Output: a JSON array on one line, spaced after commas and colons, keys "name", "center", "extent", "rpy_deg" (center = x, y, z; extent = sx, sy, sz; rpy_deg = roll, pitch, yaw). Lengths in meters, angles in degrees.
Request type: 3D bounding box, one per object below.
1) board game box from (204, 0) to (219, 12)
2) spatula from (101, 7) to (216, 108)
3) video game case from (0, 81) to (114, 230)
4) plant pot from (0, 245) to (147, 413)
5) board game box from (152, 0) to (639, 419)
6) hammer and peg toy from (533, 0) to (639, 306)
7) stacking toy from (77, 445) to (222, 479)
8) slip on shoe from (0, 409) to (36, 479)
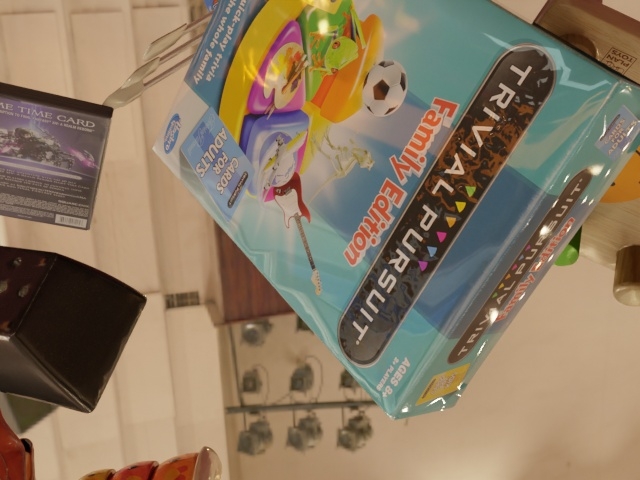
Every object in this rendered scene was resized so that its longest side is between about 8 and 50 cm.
[{"name": "board game box", "center": [-0.128, -0.409, 1.472], "extent": [0.047, 0.160, 0.210], "rpy_deg": [-21, -175, 27]}, {"name": "spatula", "center": [-0.210, -0.263, 1.100], "extent": [0.168, 0.019, 0.242], "rpy_deg": [-43, -174, 40]}, {"name": "video game case", "center": [-0.410, -0.113, 1.108], "extent": [0.196, 0.274, 0.026], "rpy_deg": [11, -127, -17]}, {"name": "plant pot", "center": [-0.389, 0.107, 1.086], "extent": [0.188, 0.167, 0.187], "rpy_deg": [6, -120, 26]}, {"name": "board game box", "center": [0.029, -0.081, 0.577], "extent": [0.079, 0.253, 0.336], "rpy_deg": [3, -146, -47]}, {"name": "hammer and peg toy", "center": [0.209, -0.098, 0.689], "extent": [0.361, 0.266, 0.127], "rpy_deg": [24, -125, -4]}, {"name": "stacking toy", "center": [-0.478, 0.643, 1.808], "extent": [0.480, 0.350, 0.350], "rpy_deg": [4, -162, -2]}, {"name": "slip on shoe", "center": [-0.501, 0.371, 1.266], "extent": [0.123, 0.331, 0.101], "rpy_deg": [2, -149, 47]}]
